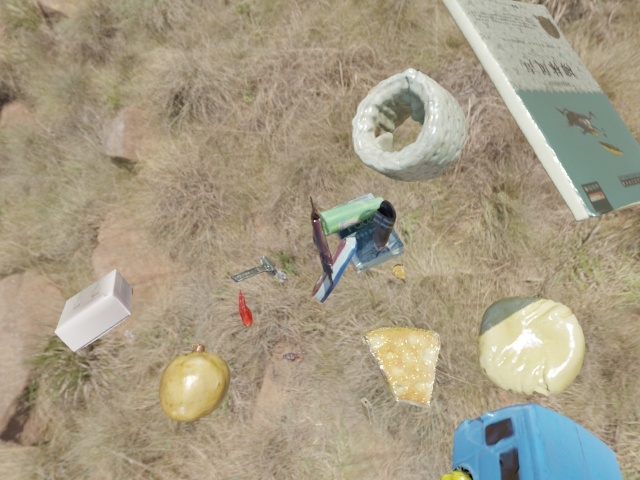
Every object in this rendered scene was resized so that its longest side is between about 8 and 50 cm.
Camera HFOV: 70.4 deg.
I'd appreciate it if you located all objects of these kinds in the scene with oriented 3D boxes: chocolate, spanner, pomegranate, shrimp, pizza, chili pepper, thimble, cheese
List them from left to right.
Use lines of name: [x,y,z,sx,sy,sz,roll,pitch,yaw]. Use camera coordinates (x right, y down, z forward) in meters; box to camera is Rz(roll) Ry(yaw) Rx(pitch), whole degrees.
pomegranate: [-0.508,0.587,1.833,0.307,0.307,0.308,-5,72,16]
chili pepper: [-0.280,0.255,1.668,0.045,0.027,0.178,7,119,23]
spanner: [-0.231,0.106,1.626,0.093,0.325,0.026,43,107,10]
shrimp: [-0.091,0.412,1.602,0.092,0.029,0.038,-20,75,26]
chocolate: [0.000,0.000,0.920,0.028,0.086,0.183,-16,107,1]
chocolate: [0.131,-0.109,1.859,0.291,0.110,0.110,-21,66,-17]
pizza: [0.184,0.297,1.097,0.203,0.081,0.188,15,66,-8]
pizza: [0.297,0.132,1.732,0.025,0.083,0.078,-26,87,41]
thimble: [0.240,-0.309,1.237,0.291,0.195,0.292,-6,80,35]
cheese: [0.466,0.234,1.012,0.213,0.117,0.226,6,66,32]

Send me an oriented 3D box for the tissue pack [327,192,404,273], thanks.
tissue pack: [0.187,-0.033,1.952,0.227,0.103,0.316,-23,58,-8]

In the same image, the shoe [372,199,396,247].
shoe: [0.202,-0.047,1.507,0.049,0.179,0.071,-26,49,-36]

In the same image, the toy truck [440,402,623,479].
toy truck: [0.214,0.348,0.421,0.161,0.385,0.162,32,128,-9]

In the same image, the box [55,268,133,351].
box: [-0.745,0.226,1.513,0.203,0.106,0.251,-34,26,-9]

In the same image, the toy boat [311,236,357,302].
toy boat: [0.034,0.085,1.221,0.080,0.045,0.229,-91,25,-52]

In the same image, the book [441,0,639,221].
book: [0.340,-0.207,0.652,0.031,0.264,0.380,-45,64,51]

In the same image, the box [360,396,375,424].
box: [0.175,0.630,1.676,0.024,0.083,0.053,-23,25,-20]

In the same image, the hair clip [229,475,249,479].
hair clip: [-0.246,0.796,1.345,0.282,0.172,0.113,42,112,45]
